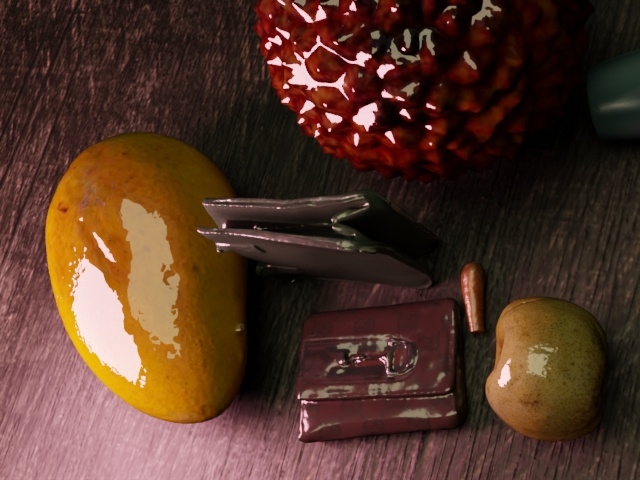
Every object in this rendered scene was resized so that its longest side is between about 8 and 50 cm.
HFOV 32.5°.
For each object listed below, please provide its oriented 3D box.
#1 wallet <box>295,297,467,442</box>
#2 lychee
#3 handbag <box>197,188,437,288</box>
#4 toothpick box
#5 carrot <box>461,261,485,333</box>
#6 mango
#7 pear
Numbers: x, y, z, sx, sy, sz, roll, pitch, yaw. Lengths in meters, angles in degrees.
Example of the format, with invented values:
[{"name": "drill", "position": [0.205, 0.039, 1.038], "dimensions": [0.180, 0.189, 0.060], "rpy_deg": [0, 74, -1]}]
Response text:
[{"name": "wallet", "position": [0.078, 0.169, 1.441], "dimensions": [0.229, 0.049, 0.182], "rpy_deg": [-9, 64, 23]}, {"name": "lychee", "position": [0.111, -0.288, 1.393], "dimensions": [0.500, 0.424, 0.424], "rpy_deg": [30, 86, 50]}, {"name": "handbag", "position": [0.000, 0.002, 1.427], "dimensions": [0.260, 0.247, 0.079], "rpy_deg": [1, 77, 26]}, {"name": "toothpick box", "position": [0.425, -0.185, 1.358], "dimensions": [0.184, 0.120, 0.120], "rpy_deg": [-10, 66, 27]}, {"name": "carrot", "position": [0.200, 0.074, 1.425], "dimensions": [0.032, 0.032, 0.093], "rpy_deg": [-9, 72, 24]}, {"name": "mango", "position": [-0.227, 0.052, 1.553], "dimensions": [0.301, 0.220, 0.445], "rpy_deg": [-30, 69, 8]}, {"name": "pear", "position": [0.268, 0.149, 1.288], "dimensions": [0.136, 0.167, 0.167], "rpy_deg": [9, 74, 13]}]
